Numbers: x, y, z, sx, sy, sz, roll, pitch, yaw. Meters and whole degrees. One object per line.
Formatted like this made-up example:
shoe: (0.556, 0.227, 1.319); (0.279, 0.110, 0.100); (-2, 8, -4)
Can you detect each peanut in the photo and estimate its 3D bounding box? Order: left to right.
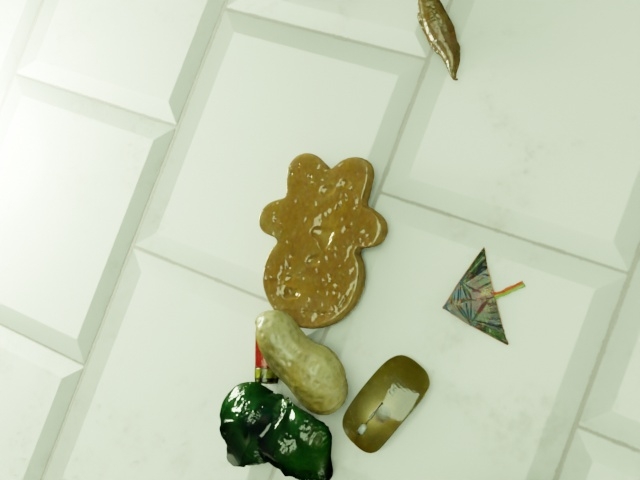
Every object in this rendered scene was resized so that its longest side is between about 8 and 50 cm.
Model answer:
peanut: (-0.037, 0.227, 1.614); (0.110, 0.120, 0.236); (-37, 81, -18)

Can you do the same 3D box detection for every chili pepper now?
chili pepper: (-0.102, 0.370, 1.619); (0.265, 0.116, 0.148); (26, 125, 29)

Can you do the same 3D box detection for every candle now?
candle: (-0.107, 0.222, 1.689); (0.052, 0.052, 0.130); (-4, 78, 20)

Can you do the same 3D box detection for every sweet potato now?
sweet potato: (0.237, -0.409, 1.669); (0.068, 0.060, 0.205); (-39, 66, 51)

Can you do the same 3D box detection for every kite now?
kite: (0.306, 0.107, 1.575); (0.159, 0.010, 0.189); (-14, 78, 16)

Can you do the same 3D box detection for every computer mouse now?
computer mouse: (0.121, 0.309, 1.591); (0.102, 0.045, 0.199); (42, 96, 24)

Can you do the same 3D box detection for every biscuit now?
biscuit: (0.001, 0.000, 1.686); (0.275, 0.052, 0.354); (3, 84, 24)
